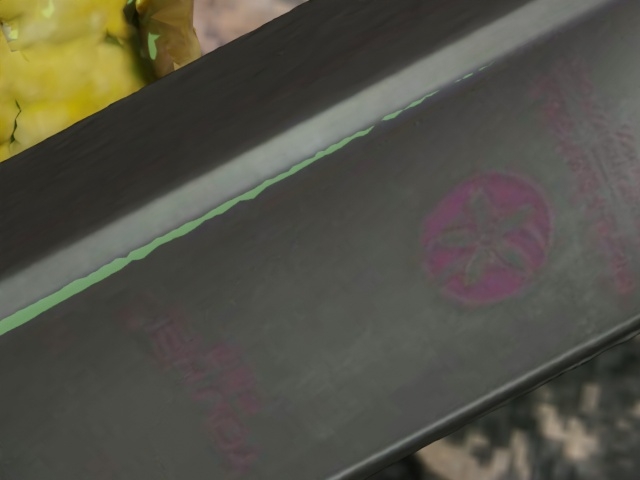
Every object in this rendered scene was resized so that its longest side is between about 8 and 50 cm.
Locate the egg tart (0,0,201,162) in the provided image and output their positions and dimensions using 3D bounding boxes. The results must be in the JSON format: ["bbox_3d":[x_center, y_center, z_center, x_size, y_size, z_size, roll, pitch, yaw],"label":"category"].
[{"bbox_3d":[-0.170,-0.067,0.440,0.297,0.132,0.297,4,106,13],"label":"egg tart"}]

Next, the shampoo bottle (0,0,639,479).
[{"bbox_3d":[0.000,0.000,0.391,0.246,0.079,0.080,-28,113,0],"label":"shampoo bottle"}]
